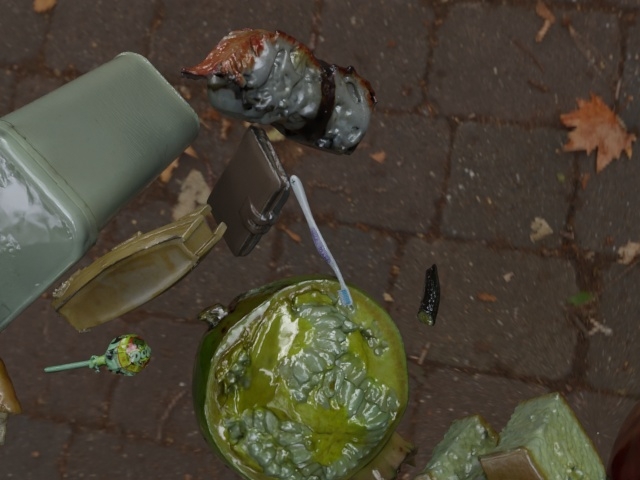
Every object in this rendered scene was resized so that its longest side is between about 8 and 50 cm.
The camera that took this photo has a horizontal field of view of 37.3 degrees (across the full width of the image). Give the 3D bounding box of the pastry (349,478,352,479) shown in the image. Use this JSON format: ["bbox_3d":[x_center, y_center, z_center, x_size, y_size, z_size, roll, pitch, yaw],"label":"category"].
[{"bbox_3d":[-0.033,0.334,1.792,0.329,0.136,0.330,2,112,5],"label":"pastry"}]

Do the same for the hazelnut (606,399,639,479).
[{"bbox_3d":[0.531,0.304,1.102,0.353,0.421,0.421,34,90,34],"label":"hazelnut"}]

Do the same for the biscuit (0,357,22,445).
[{"bbox_3d":[-0.387,0.145,1.018,0.228,0.031,0.176,-34,76,50],"label":"biscuit"}]

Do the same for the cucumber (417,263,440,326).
[{"bbox_3d":[0.195,0.095,1.667,0.034,0.033,0.135,26,46,-6],"label":"cucumber"}]

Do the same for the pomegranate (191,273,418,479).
[{"bbox_3d":[-0.004,0.190,1.125,0.260,0.260,0.341,-36,109,7],"label":"pomegranate"}]

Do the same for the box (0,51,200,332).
[{"bbox_3d":[-0.358,-0.047,1.194,0.177,0.344,0.352,46,122,-9],"label":"box"}]

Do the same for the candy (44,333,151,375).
[{"bbox_3d":[-0.129,0.069,0.535,0.083,0.023,0.025,-13,41,31],"label":"candy"}]

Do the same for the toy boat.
[{"bbox_3d":[-0.182,0.027,0.938,0.206,0.072,0.064,-28,116,21],"label":"toy boat"}]

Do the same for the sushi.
[{"bbox_3d":[-0.034,-0.193,1.270,0.124,0.332,0.130,11,81,44],"label":"sushi"}]

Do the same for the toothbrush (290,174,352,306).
[{"bbox_3d":[0.000,0.000,0.876,0.011,0.013,0.131,-27,84,40],"label":"toothbrush"}]

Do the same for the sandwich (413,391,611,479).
[{"bbox_3d":[0.155,0.246,0.922,0.235,0.122,0.128,-29,98,38],"label":"sandwich"}]

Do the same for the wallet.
[{"bbox_3d":[-0.092,-0.060,1.230,0.153,0.039,0.118,-51,53,39],"label":"wallet"}]
